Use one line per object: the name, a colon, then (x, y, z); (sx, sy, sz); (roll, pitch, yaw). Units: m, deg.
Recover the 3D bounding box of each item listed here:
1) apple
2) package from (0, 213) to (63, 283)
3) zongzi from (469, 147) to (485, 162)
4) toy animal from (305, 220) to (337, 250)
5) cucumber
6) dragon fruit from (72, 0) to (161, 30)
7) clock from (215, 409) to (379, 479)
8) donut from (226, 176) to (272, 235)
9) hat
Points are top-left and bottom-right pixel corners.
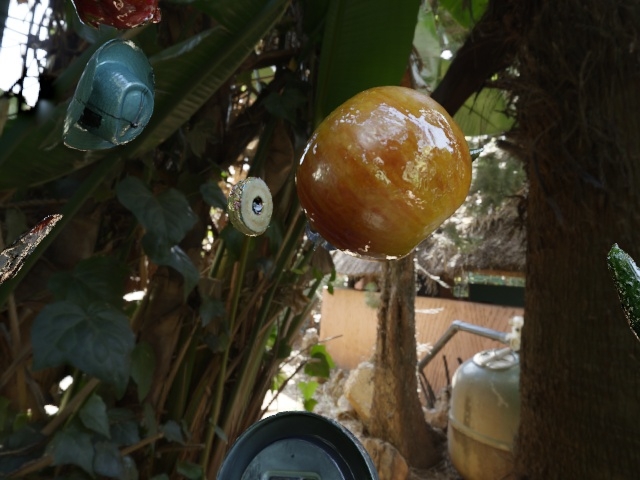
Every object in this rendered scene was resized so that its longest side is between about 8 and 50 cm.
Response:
apple: (0.100, -0.099, 0.676); (0.233, 0.286, 0.286); (47, 3, 8)
package: (-0.630, 0.044, 0.854); (0.030, 0.239, 0.154); (39, 3, -20)
zongzi: (0.435, -0.231, 1.275); (0.113, 0.052, 0.104); (-14, -36, -21)
toy animal: (0.000, -0.001, 0.811); (0.084, 0.028, 0.050); (33, 43, 4)
cucumber: (0.629, 0.111, 0.838); (0.069, 0.227, 0.069); (-9, -22, -4)
dragon fruit: (-0.402, -0.517, 0.757); (0.198, 0.269, 0.200); (-32, 15, 4)
clock: (-0.030, 0.336, 0.533); (0.226, 0.225, 0.049); (4, -22, 25)
donut: (-0.201, -0.096, 1.194); (0.068, 0.174, 0.175); (0, -5, 28)
hat: (-0.308, -0.203, 0.645); (0.078, 0.190, 0.138); (35, 13, 6)
